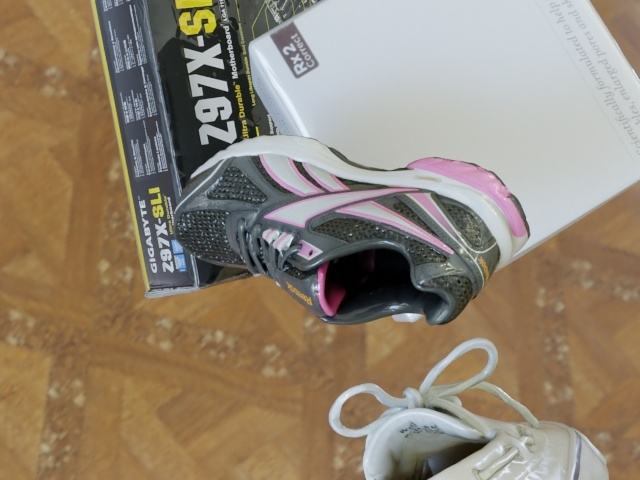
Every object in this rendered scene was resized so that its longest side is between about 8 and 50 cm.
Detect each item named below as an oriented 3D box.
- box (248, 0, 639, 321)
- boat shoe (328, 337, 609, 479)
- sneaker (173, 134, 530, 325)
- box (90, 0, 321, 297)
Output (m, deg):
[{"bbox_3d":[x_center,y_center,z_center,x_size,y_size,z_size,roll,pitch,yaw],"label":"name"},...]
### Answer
[{"bbox_3d":[0.078,-0.073,0.863,0.182,0.119,0.181,-31,88,-3],"label":"box"},{"bbox_3d":[0.079,0.141,0.912,0.156,0.136,0.367,49,11,2],"label":"boat shoe"},{"bbox_3d":[0.000,0.000,0.678,0.077,0.178,0.072,-55,133,-41],"label":"sneaker"},{"bbox_3d":[-0.030,-0.142,1.045,0.257,0.079,0.322,-13,94,-36],"label":"box"}]
